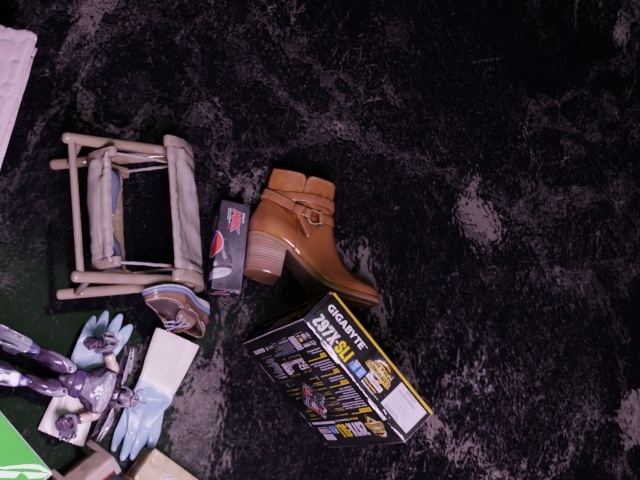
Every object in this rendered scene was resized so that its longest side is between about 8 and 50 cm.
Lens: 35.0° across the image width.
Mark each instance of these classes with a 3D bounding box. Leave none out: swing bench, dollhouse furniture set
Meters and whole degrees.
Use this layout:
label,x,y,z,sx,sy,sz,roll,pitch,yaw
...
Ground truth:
label,x,y,z,sx,sy,sz,roll,pitch,yaw
swing bench,-0.319,-0.040,1.735,0.254,0.165,0.253,-1,77,-24
dollhouse furniture set,-0.375,0.437,1.582,0.183,0.129,0.129,-39,127,-27

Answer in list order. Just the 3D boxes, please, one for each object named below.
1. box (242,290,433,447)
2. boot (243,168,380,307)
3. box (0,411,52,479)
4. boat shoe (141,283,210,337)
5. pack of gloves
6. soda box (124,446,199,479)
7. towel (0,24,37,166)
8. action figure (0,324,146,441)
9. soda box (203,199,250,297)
label,x,y,z,sx,sy,sz,roll,pitch,yaw
box,0.017,0.230,1.722,0.079,0.322,0.257,-43,95,-24
boot,0.000,0.000,1.907,0.283,0.109,0.220,18,66,-11
box,-0.541,0.291,1.518,0.127,0.231,0.262,-41,95,-25
boat shoe,-0.240,0.123,1.730,0.183,0.066,0.066,32,47,-59
pack of gloves,-0.343,0.248,1.729,0.195,0.046,0.232,26,77,-17
soda box,-0.235,0.422,1.700,0.181,0.058,0.061,41,66,-17
towel,-0.656,-0.226,1.644,0.331,0.053,0.317,12,71,4
action figure,-0.414,0.223,1.632,0.285,0.099,0.185,23,72,-20
soda box,-0.170,0.016,1.845,0.060,0.053,0.169,11,72,-20
